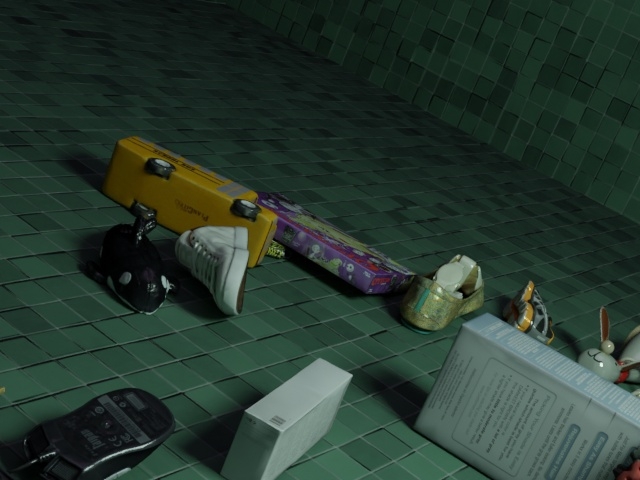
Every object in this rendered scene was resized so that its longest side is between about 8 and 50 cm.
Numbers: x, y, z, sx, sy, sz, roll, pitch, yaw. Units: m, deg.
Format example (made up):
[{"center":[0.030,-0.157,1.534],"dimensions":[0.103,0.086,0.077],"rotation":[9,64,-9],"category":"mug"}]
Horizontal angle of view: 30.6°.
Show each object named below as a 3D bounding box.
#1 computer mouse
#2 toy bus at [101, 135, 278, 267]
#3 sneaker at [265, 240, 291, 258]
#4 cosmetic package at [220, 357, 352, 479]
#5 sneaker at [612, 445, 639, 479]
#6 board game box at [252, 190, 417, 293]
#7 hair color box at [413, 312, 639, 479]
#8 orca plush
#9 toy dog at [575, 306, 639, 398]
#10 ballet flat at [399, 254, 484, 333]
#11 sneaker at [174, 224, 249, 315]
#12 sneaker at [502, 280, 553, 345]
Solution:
[{"center":[-0.304,0.223,1.333],"dimensions":[0.184,0.060,0.262],"rotation":[35,34,22],"category":"computer mouse"},{"center":[-0.233,-0.073,2.135],"dimensions":[0.332,0.108,0.130],"rotation":[26,17,11],"category":"toy bus"},{"center":[-0.085,0.017,2.171],"dimensions":[0.035,0.031,0.083],"rotation":[36,23,34],"category":"sneaker"},{"center":[-0.041,0.236,1.525],"dimensions":[0.060,0.099,0.239],"rotation":[25,18,16],"category":"cosmetic package"},{"center":[0.420,0.352,1.516],"dimensions":[0.135,0.276,0.097],"rotation":[45,-2,19],"category":"sneaker"},{"center":[0.000,0.000,2.249],"dimensions":[0.347,0.056,0.208],"rotation":[31,16,23],"category":"board game box"},{"center":[0.344,0.280,1.695],"dimensions":[0.374,0.185,0.113],"rotation":[30,19,22],"category":"hair color box"},{"center":[-0.280,0.008,1.868],"dimensions":[0.151,0.102,0.287],"rotation":[20,19,-8],"category":"orca plush"},{"center":[0.629,0.205,2.252],"dimensions":[0.220,0.161,0.333],"rotation":[29,20,19],"category":"toy dog"},{"center":[0.250,0.086,2.229],"dimensions":[0.123,0.123,0.348],"rotation":[28,19,17],"category":"ballet flat"},{"center":[-0.179,0.046,1.911],"dimensions":[0.123,0.106,0.290],"rotation":[8,14,-7],"category":"sneaker"},{"center":[0.415,0.150,2.312],"dimensions":[0.083,0.084,0.215],"rotation":[35,22,-3],"category":"sneaker"}]
